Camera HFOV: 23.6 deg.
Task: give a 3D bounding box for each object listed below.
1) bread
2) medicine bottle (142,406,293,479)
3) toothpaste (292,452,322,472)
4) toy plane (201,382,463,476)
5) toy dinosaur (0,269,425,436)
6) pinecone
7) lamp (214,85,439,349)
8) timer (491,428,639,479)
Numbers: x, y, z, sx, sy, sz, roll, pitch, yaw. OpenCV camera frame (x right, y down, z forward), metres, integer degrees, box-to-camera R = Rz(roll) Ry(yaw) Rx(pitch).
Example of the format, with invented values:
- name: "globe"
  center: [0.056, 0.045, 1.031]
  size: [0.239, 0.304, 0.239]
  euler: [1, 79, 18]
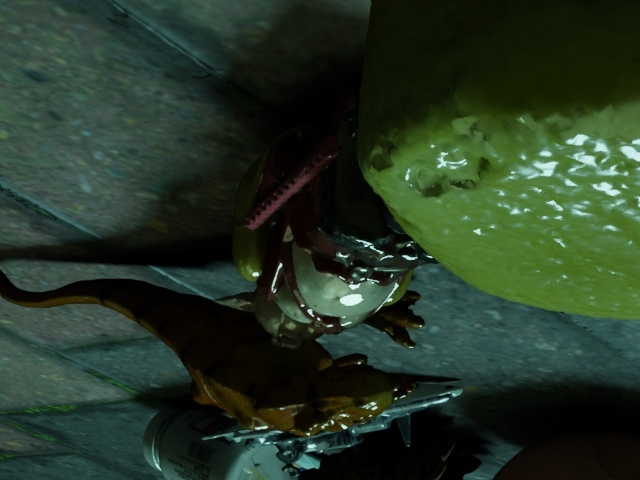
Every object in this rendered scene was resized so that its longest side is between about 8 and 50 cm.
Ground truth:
- name: "bread"
  center: [0.142, -0.062, 0.626]
  size: [0.269, 0.148, 0.270]
  euler: [6, 160, 2]
- name: "medicine bottle"
  center: [-0.097, 0.198, 1.394]
  size: [0.140, 0.079, 0.079]
  euler: [14, 166, 47]
- name: "toothpaste"
  center: [0.027, 0.248, 1.550]
  size: [0.205, 0.036, 0.056]
  euler: [32, 149, -33]
- name: "toy plane"
  center: [0.006, 0.153, 1.276]
  size: [0.234, 0.082, 0.160]
  euler: [2, -178, 23]
- name: "toy dinosaur"
  center: [-0.046, 0.075, 1.062]
  size: [0.208, 0.097, 0.432]
  euler: [1, -175, -37]
- name: "pinecone"
  center: [0.082, 0.264, 1.389]
  size: [0.212, 0.169, 0.185]
  euler: [42, 158, -30]
- name: "lamp"
  center: [0.000, 0.000, 0.876]
  size: [0.118, 0.118, 0.253]
  euler: [19, 154, -18]
- name: "timer"
  center: [0.237, 0.271, 1.255]
  size: [0.215, 0.230, 0.229]
  euler: [34, 148, -33]
